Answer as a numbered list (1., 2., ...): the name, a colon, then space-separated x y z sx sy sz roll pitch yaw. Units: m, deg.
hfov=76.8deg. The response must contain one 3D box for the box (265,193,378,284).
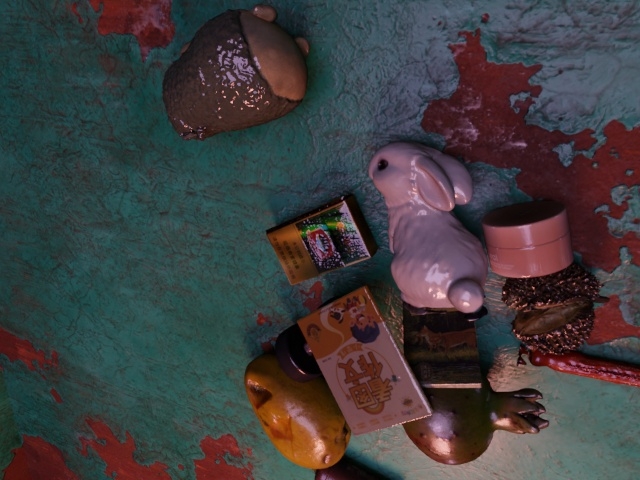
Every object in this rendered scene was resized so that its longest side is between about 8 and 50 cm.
1. box: 0.000 0.000 0.995 0.240 0.071 0.159 -22 97 27

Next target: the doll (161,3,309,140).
1. doll: -0.198 -0.348 0.872 0.350 0.247 0.247 -19 101 34

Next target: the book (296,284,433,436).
1. book: 0.088 0.270 0.892 0.208 0.020 0.295 -33 80 30

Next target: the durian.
1. durian: 0.469 0.128 0.800 0.196 0.167 0.196 1 110 4

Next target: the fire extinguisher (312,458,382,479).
1. fire extinguisher: 0.072 0.732 1.229 0.344 0.102 0.138 21 150 14

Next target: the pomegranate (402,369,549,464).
1. pomegranate: 0.316 0.355 0.903 0.306 0.242 0.242 -39 91 32

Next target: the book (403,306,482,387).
1. book: 0.262 0.208 0.894 0.160 0.228 0.024 -10 143 25

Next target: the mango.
1. mango: -0.071 0.473 1.152 0.365 0.182 0.253 43 123 16

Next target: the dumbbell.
1. dumbbell: 0.003 0.256 1.042 0.218 0.152 0.152 -39 91 30

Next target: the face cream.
1. face cream: 0.398 -0.005 0.781 0.149 0.149 0.104 -11 105 26

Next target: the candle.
1. candle: 0.601 0.273 0.861 0.329 0.048 0.051 7 125 19

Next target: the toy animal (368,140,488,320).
1. toy animal: 0.218 -0.035 0.822 0.258 0.194 0.357 3 111 67
